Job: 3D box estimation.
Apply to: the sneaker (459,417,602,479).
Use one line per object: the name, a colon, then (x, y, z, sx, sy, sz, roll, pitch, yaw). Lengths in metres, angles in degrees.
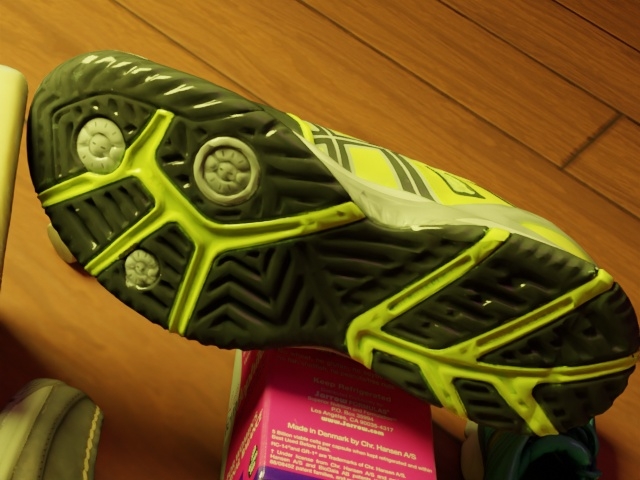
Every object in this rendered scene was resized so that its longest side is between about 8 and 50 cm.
sneaker: (0.159, 0.159, 0.726, 0.107, 0.110, 0.275, 26, 34, 1)

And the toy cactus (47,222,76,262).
toy cactus: (-0.134, -0.037, 0.834, 0.180, 0.112, 0.219, -34, 66, -30)

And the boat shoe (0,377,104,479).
boat shoe: (-0.139, 0.225, 0.463, 0.130, 0.132, 0.355, 25, 42, -18)

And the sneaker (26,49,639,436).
sneaker: (0.000, 0.000, 0.650, 0.385, 0.145, 0.147, 26, 14, 1)

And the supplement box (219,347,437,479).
supplement box: (0.002, 0.117, 0.682, 0.114, 0.111, 0.220, 17, 35, -9)

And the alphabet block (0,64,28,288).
alphabet block: (-0.277, 0.012, 0.577, 0.192, 0.193, 0.197, 11, 37, -17)
